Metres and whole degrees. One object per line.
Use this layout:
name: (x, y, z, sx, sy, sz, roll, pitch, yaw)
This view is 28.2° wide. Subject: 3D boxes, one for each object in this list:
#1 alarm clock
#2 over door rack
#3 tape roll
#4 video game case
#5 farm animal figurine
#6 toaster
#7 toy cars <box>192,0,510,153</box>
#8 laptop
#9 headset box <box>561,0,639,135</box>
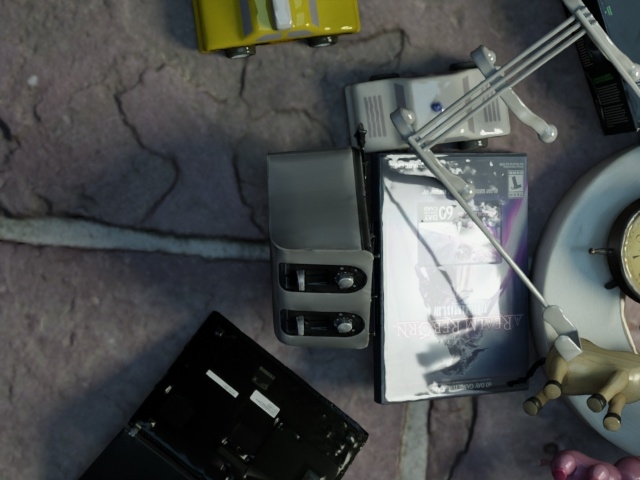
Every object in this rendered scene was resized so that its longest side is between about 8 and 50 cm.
alarm clock: (0.396, 0.001, 1.391, 0.192, 0.064, 0.129, -33, 94, -1)
over door rack: (0.260, -0.071, 1.333, 0.239, 0.108, 0.324, -36, 91, 19)
tape roll: (0.434, 0.067, 1.465, 0.392, 0.072, 0.392, 0, 93, -4)
video game case: (0.148, 0.039, 1.429, 0.196, 0.026, 0.274, -2, 92, -26)
farm animal figurine: (0.410, 0.213, 1.342, 0.326, 0.172, 0.330, -28, 97, 39)
toaster: (0.000, 0.000, 1.357, 0.110, 0.168, 0.186, -2, 50, -3)
toy cars: (0.039, -0.203, 1.410, 0.393, 0.087, 0.176, 33, 89, -6)
laptop: (-0.122, 0.263, 1.452, 0.234, 0.136, 0.264, 39, 63, -6)
headset box: (0.401, -0.289, 1.417, 0.246, 0.131, 0.283, -20, 94, -4)
